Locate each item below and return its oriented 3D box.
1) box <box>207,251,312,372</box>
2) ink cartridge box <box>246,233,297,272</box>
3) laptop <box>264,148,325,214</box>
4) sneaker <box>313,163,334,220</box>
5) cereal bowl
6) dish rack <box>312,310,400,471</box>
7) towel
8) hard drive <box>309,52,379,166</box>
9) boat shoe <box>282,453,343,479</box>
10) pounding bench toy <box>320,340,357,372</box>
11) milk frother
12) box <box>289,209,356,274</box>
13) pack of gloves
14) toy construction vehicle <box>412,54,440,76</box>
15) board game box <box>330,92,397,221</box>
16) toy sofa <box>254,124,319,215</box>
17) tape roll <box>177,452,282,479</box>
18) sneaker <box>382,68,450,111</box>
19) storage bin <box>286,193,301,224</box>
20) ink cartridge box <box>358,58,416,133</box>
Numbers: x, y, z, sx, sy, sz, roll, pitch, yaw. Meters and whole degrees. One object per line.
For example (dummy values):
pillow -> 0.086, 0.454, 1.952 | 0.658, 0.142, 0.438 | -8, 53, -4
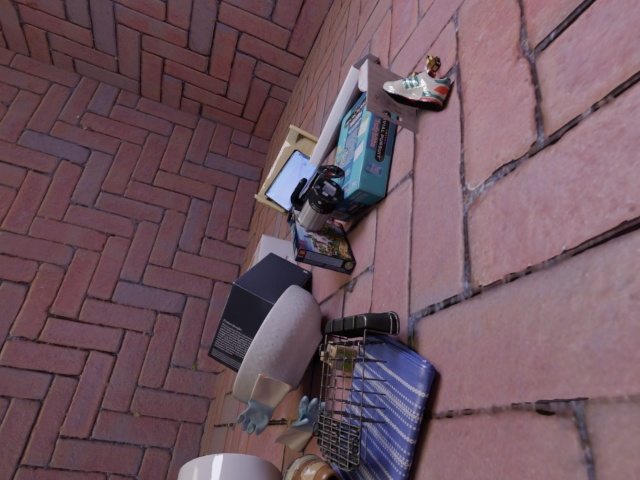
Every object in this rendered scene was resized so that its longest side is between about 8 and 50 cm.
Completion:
box -> -0.194, 0.237, 1.391 | 0.294, 0.182, 0.296 | -66, -8, 22
ink cartridge box -> -0.237, 0.207, 1.768 | 0.279, 0.160, 0.385 | -92, 24, -47
laptop -> -0.087, -0.222, 1.626 | 0.234, 0.136, 0.264 | -55, 18, 3
sneaker -> 0.005, -0.140, 1.410 | 0.125, 0.104, 0.262 | -111, 41, -68
cereal bowl -> -0.090, 0.300, 1.136 | 0.339, 0.141, 0.339 | -61, -8, -15
dish rack -> 0.058, 0.270, 0.776 | 0.208, 0.074, 0.272 | 144, 135, -64
towel -> 0.103, 0.348, 0.754 | 0.243, 0.040, 0.336 | -171, 94, -72
hard drive -> 0.078, -0.441, 1.426 | 0.353, 0.047, 0.233 | -62, -2, 38
boat shoe -> -0.006, 0.551, 0.713 | 0.120, 0.122, 0.324 | -26, 63, 53
pounding bench toy -> 0.031, 0.264, 0.966 | 0.065, 0.083, 0.052 | 178, 107, -72
milk frother -> 0.005, -0.124, 1.159 | 0.143, 0.129, 0.135 | -31, -15, -38
box -> 0.000, 0.000, 1.186 | 0.233, 0.159, 0.044 | -105, 33, -60
pack of gloves -> -0.097, 0.441, 1.014 | 0.046, 0.195, 0.232 | -80, 14, -57
toy construction vehicle -> 0.242, -0.386, 0.982 | 0.086, 0.035, 0.098 | 128, 153, -52
board game box -> 0.116, -0.247, 1.184 | 0.254, 0.079, 0.336 | 148, 136, -67
toy sofa -> -0.133, -0.301, 1.825 | 0.363, 0.150, 0.177 | -63, -2, 2
tape roll -> -0.249, 0.689, 1.134 | 0.100, 0.286, 0.286 | -94, 26, -51
sneaker -> 0.214, -0.338, 0.920 | 0.161, 0.057, 0.075 | 32, 97, 41
storage bin -> -0.093, -0.128, 1.753 | 0.091, 0.098, 0.135 | -112, 40, -81
ink cartridge box -> 0.161, -0.337, 1.006 | 0.045, 0.145, 0.179 | -42, 36, 53
